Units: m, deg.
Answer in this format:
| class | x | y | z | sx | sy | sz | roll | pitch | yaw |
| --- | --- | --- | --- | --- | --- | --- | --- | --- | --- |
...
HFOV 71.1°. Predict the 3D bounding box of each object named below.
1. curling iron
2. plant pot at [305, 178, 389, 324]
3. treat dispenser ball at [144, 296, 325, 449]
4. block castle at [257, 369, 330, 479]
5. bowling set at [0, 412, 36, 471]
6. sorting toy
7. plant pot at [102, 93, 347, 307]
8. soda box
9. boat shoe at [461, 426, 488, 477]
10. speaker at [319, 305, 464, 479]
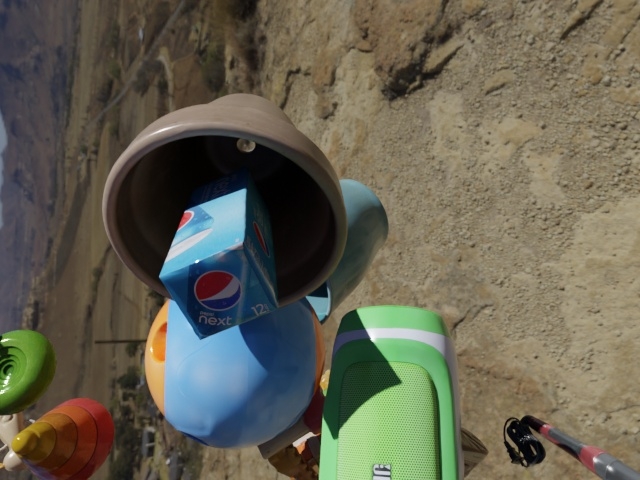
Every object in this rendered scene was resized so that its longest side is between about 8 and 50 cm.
| class | x | y | z | sx | sy | sz | roll | pitch | yaw |
| --- | --- | --- | --- | --- | --- | --- | --- | --- | --- |
| curling iron | 0.320 | 0.271 | 0.513 | 0.274 | 0.035 | 0.068 | -2 | 65 | 67 |
| plant pot | 0.000 | 0.000 | 0.923 | 0.271 | 0.255 | 0.272 | 27 | 133 | 33 |
| treat dispenser ball | -0.136 | 0.185 | 0.736 | 0.288 | 0.288 | 0.288 | -6 | 82 | 56 |
| block castle | -0.041 | 0.346 | 1.051 | 0.303 | 0.212 | 0.453 | 63 | 173 | -29 |
| bowling set | -0.596 | 0.405 | 0.708 | 0.154 | 0.287 | 0.200 | 47 | 136 | 25 |
| sorting toy | -0.453 | 0.194 | 0.630 | 0.365 | 0.127 | 0.126 | 39 | 163 | 16 |
| plant pot | -0.107 | -0.074 | 0.572 | 0.229 | 0.263 | 0.263 | -96 | 29 | -51 |
| soda box | -0.089 | -0.003 | 0.431 | 0.210 | 0.071 | 0.067 | -108 | -6 | -65 |
| boat shoe | 0.233 | 0.482 | 1.044 | 0.123 | 0.342 | 0.123 | -62 | 24 | 9 |
| speaker | 0.066 | 0.217 | 0.409 | 0.131 | 0.131 | 0.297 | -30 | 49 | 51 |
